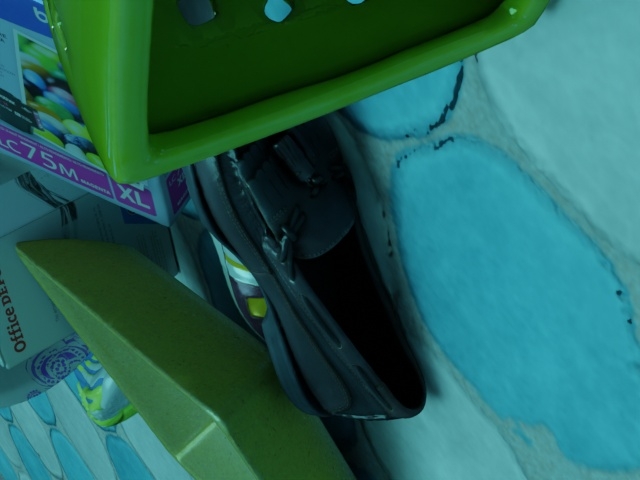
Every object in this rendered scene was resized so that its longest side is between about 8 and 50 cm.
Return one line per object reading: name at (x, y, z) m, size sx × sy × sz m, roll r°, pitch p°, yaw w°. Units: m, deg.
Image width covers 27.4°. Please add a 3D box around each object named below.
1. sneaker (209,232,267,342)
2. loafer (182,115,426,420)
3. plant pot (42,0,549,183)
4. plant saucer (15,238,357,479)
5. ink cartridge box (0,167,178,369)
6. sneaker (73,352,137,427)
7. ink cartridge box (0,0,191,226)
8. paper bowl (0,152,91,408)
sneaker at (-0.038, 0.004, 0.951) m, size 0.186 × 0.069 × 0.084 m, roll 61°, pitch 162°, yaw -3°
loafer at (0.000, 0.000, 0.861) m, size 0.095 × 0.109 × 0.303 m, roll 10°, pitch 134°, yaw 37°
plant pot at (-0.021, -0.191, 0.523) m, size 0.207 × 0.228 × 0.227 m, roll 60°, pitch 158°, yaw 21°
plant saucer at (-0.082, 0.146, 1.113) m, size 0.333 × 0.081 × 0.333 m, roll 32°, pitch 158°, yaw 45°
ink cartridge box at (-0.239, 0.007, 1.203) m, size 0.082 × 0.190 × 0.140 m, roll 38°, pitch 147°, yaw 42°
sneaker at (-0.253, 0.139, 1.504) m, size 0.126 × 0.091 × 0.240 m, roll 57°, pitch 157°, yaw 9°
ink cartridge box at (-0.195, -0.140, 0.980) m, size 0.185 × 0.065 × 0.311 m, roll 23°, pitch 151°, yaw 14°
paper bowl at (-0.355, 0.019, 1.335) m, size 0.148 × 0.284 × 0.284 m, roll 22°, pitch 135°, yaw 56°
